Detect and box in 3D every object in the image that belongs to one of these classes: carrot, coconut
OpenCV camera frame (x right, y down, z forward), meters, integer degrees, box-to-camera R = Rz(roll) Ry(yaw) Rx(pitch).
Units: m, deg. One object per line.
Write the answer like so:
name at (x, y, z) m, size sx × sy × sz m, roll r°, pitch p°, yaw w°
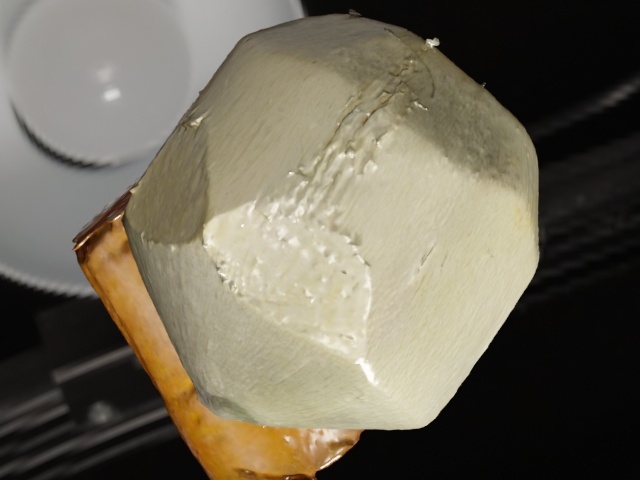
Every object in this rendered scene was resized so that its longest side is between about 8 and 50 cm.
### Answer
carrot at (-0.082, 0.066, 1.476) m, size 0.196 × 0.254 × 0.196 m, roll -38°, pitch -166°, yaw 11°
coconut at (0.000, 0.000, 1.176) m, size 0.245 × 0.245 × 0.247 m, roll 28°, pitch -104°, yaw 31°
